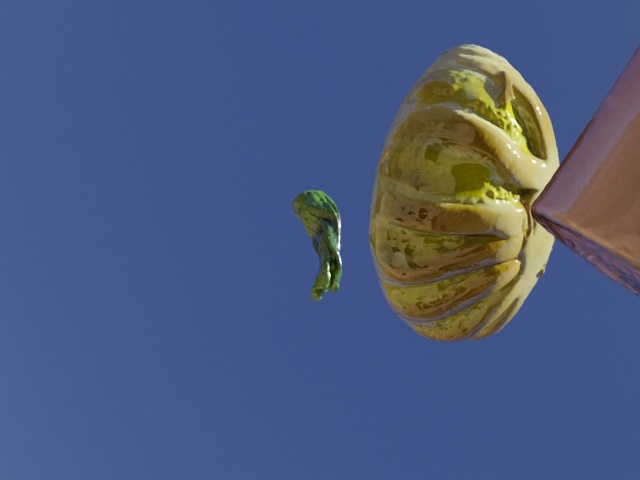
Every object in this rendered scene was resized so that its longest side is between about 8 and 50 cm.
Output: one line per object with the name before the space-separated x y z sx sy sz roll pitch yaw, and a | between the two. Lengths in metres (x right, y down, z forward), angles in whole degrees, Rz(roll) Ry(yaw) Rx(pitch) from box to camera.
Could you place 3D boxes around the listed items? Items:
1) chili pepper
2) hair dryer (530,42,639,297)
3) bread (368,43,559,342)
chili pepper | 0.002 0.000 0.766 0.034 0.030 0.091 -19 -125 9
hair dryer | 0.258 -0.016 0.447 0.210 0.352 0.125 -57 -142 3
bread | 0.066 -0.020 0.556 0.083 0.094 0.157 20 -76 38
